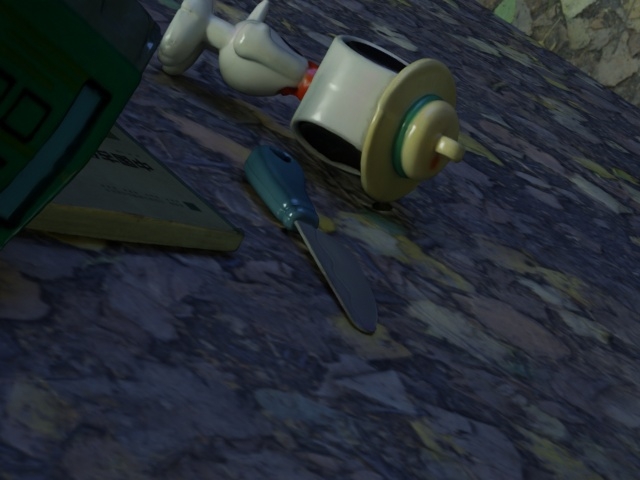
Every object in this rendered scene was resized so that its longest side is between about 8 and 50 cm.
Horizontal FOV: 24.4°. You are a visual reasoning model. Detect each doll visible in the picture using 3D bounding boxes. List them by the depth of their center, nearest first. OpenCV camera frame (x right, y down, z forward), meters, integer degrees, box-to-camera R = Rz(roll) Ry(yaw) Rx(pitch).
[{"bbox_3d":[-0.012,-0.134,1.346,0.271,0.144,0.208,27,-3,-14],"label":"doll"}]

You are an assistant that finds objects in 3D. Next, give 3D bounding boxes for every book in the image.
[{"bbox_3d":[-0.207,-0.079,1.058,0.215,0.025,0.282,7,25,-50],"label":"book"}]

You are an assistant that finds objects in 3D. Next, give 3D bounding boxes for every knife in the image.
[{"bbox_3d":[0.001,0.000,1.144,0.058,0.032,0.244,24,21,-39],"label":"knife"}]

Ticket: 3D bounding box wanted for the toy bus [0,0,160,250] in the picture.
[{"bbox_3d":[-0.242,-0.124,0.717,0.183,0.199,0.343,28,-6,25],"label":"toy bus"}]
